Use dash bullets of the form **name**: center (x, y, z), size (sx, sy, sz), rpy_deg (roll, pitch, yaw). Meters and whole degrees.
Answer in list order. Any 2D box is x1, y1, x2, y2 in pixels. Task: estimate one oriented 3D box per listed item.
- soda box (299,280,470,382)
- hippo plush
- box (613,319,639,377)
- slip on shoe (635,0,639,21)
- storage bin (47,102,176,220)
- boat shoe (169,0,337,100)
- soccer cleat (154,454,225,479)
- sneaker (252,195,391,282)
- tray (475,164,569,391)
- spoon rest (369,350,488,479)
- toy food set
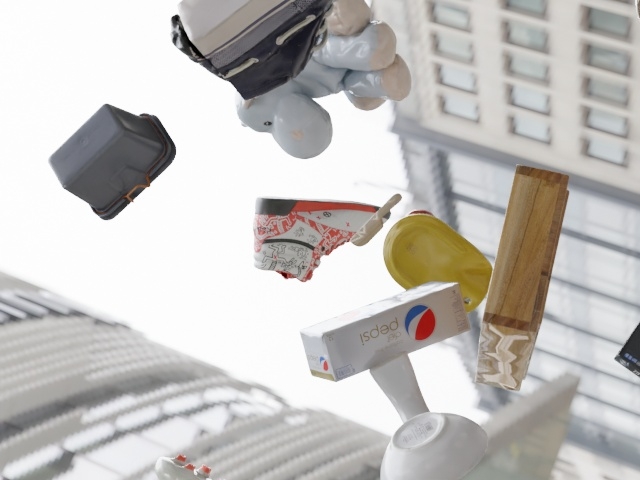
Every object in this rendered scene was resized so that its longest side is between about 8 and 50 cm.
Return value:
- **soda box**: center (0.086, 0.118, 1.980), size (0.216, 0.074, 0.069), rpy_deg (-18, -81, -25)
- **hippo plush**: center (-0.026, -0.269, 2.392), size (0.236, 0.294, 0.234), rpy_deg (-46, -8, -18)
- **box**: center (0.335, 0.110, 1.441), size (0.067, 0.083, 0.018), rpy_deg (-51, -9, -17)
- **slip on shoe**: center (0.411, -0.247, 1.788), size (0.041, 0.051, 0.135), rpy_deg (-106, -5, -54)
- **storage bin**: center (-0.255, -0.096, 1.804), size (0.135, 0.098, 0.091), rpy_deg (-42, -31, 14)
- **boat shoe**: center (-0.022, -0.322, 1.963), size (0.341, 0.127, 0.158), rpy_deg (-31, -39, 11)
- **soccer cleat**: center (-0.099, 0.293, 1.546), size (0.196, 0.068, 0.076), rpy_deg (39, -96, -21)
- **sneaker**: center (-0.001, 0.000, 2.650), size (0.270, 0.090, 0.144), rpy_deg (2, -85, -33)
- **tray**: center (0.264, 0.063, 1.990), size (0.411, 0.076, 0.202), rpy_deg (76, -152, -74)
- **spoon rest**: center (0.123, 0.231, 1.815), size (0.084, 0.137, 0.276), rpy_deg (61, -177, -23)
- **toy food set**: center (0.171, 0.018, 2.303), size (0.128, 0.218, 0.071), rpy_deg (-55, -10, 25)
